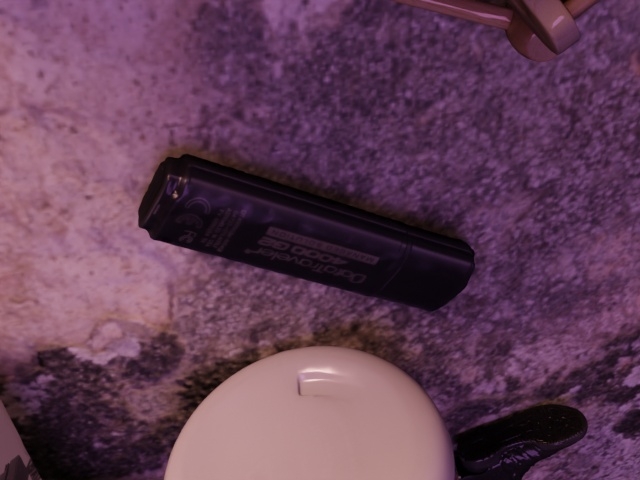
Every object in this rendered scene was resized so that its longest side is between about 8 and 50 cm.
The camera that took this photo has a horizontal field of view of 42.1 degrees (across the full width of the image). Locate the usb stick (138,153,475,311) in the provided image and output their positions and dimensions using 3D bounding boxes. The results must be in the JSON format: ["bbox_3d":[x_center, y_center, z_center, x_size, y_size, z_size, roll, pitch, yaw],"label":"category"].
[{"bbox_3d":[0.000,0.000,0.644,0.278,0.045,0.077,16,131,-28],"label":"usb stick"}]

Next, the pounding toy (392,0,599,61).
[{"bbox_3d":[0.078,-0.169,0.443,0.155,0.154,0.269,-36,130,15],"label":"pounding toy"}]

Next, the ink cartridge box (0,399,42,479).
[{"bbox_3d":[-0.318,0.253,0.614,0.223,0.129,0.307,-22,100,3],"label":"ink cartridge box"}]

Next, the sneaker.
[{"bbox_3d":[0.211,0.237,0.916,0.170,0.051,0.089,-17,133,5],"label":"sneaker"}]

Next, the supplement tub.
[{"bbox_3d":[0.019,0.282,0.765,0.241,0.241,0.331,-19,133,0],"label":"supplement tub"}]
